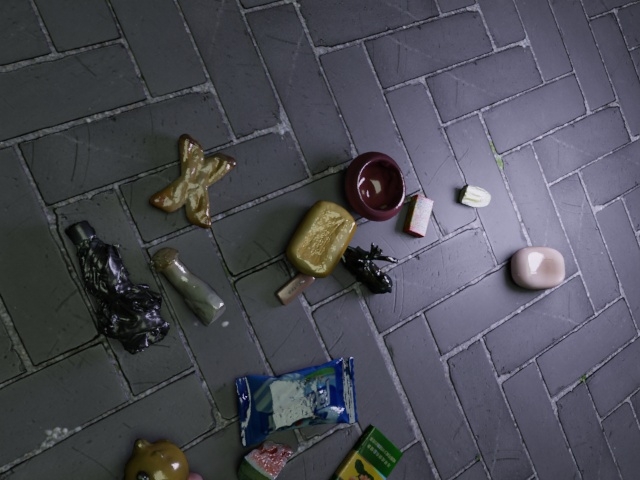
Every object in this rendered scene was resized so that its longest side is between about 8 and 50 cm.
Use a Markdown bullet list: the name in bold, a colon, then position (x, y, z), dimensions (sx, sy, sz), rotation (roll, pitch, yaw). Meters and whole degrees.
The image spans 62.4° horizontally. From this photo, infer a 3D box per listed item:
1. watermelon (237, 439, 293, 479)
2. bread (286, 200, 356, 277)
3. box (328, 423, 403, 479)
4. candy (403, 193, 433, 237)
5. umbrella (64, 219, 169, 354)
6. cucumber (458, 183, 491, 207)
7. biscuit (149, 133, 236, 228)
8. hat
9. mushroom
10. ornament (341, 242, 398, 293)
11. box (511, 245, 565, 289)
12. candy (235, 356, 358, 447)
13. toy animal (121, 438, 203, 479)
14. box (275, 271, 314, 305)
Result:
- **watermelon**: position (-0.138, 0.562, 1.335), dimensions (0.098, 0.121, 0.158), rotation (45, 64, 10)
- **bread**: position (0.000, 0.000, 1.446), dimensions (0.147, 0.098, 0.217), rotation (34, 72, 2)
- **box**: position (0.117, 0.649, 1.471), dimensions (0.132, 0.034, 0.235), rotation (46, 70, -13)
- **candy**: position (0.300, -0.074, 1.616), dimensions (0.062, 0.038, 0.122), rotation (22, 77, -20)
- **umbrella**: position (-0.467, 0.098, 1.229), dimensions (0.154, 0.128, 0.337), rotation (-20, 90, -21)
- **cucumber**: position (0.500, -0.141, 1.710), dimensions (0.107, 0.035, 0.067), rotation (15, 97, -22)
- **biscuit**: position (-0.322, -0.150, 1.353), dimensions (0.164, 0.047, 0.208), rotation (25, 76, -18)
- **hat**: position (0.154, -0.156, 1.535), dimensions (0.205, 0.089, 0.206), rotation (0, 90, -23)
- **mushroom**: position (-0.327, 0.109, 1.306), dimensions (0.081, 0.092, 0.223), rotation (-41, 94, -4)
- **ornament**: position (0.157, 0.087, 1.433), dimensions (0.202, 0.236, 0.080), rotation (43, 76, -13)
- **box**: position (0.723, 0.091, 1.753), dimensions (0.200, 0.088, 0.146), rotation (3, 82, -22)
- **candy**: position (-0.056, 0.424, 1.398), dimensions (0.331, 0.077, 0.187), rotation (-4, 84, -21)
- **toy animal**: position (-0.350, 0.579, 1.215), dimensions (0.281, 0.195, 0.169), rotation (57, 28, -13)
- **box**: position (-0.069, 0.127, 1.447), dimensions (0.115, 0.025, 0.048), rotation (-39, 99, -21)
